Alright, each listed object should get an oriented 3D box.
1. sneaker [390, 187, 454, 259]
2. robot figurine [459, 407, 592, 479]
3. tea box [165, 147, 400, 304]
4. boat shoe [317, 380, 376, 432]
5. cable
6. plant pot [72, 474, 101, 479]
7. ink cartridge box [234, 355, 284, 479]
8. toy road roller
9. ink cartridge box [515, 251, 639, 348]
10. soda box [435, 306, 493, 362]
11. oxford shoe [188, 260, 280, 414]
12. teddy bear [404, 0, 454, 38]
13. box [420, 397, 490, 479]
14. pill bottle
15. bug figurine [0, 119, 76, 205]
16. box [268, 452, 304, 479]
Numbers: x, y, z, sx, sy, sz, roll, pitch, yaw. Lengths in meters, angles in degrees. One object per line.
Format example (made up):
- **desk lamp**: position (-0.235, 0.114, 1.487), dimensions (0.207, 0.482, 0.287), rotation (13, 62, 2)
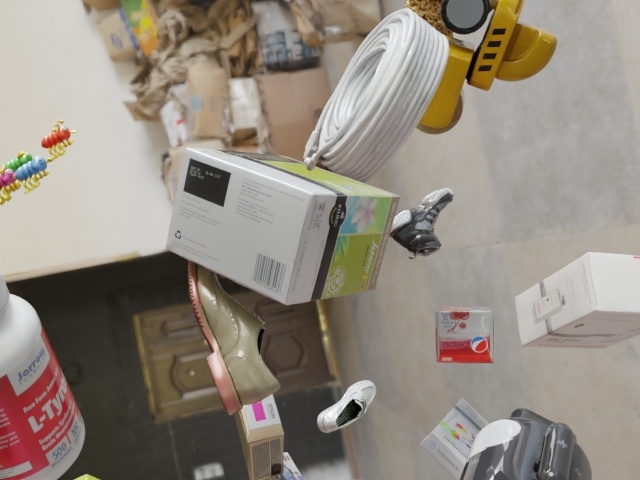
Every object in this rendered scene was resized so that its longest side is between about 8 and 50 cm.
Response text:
- **sneaker**: position (0.327, -0.044, 2.282), dimensions (0.153, 0.268, 0.101), rotation (55, 153, 8)
- **robot figurine**: position (0.270, 0.353, 1.011), dimensions (0.278, 0.173, 0.209), rotation (-50, -58, -53)
- **tea box**: position (-0.072, -0.038, 1.532), dimensions (0.329, 0.323, 0.220), rotation (22, 106, 33)
- **boat shoe**: position (0.092, 0.452, 2.042), dimensions (0.075, 0.226, 0.083), rotation (-12, 106, 47)
- **cable**: position (0.087, -0.209, 1.109), dimensions (0.257, 0.089, 0.257), rotation (-65, 17, -9)
- **plant pot**: position (-0.567, 0.703, 1.815), dimensions (0.228, 0.227, 0.207), rotation (47, -160, -44)
- **ink cartridge box**: position (-0.154, 0.417, 1.795), dimensions (0.193, 0.088, 0.235), rotation (94, 161, -47)
- **toy road roller**: position (0.336, -0.364, 1.561), dimensions (0.202, 0.240, 0.330), rotation (-57, -14, -67)
- **ink cartridge box**: position (0.544, 0.127, 1.490), dimensions (0.283, 0.207, 0.117), rotation (124, 147, -65)
- **soda box**: position (0.243, 0.155, 1.280), dimensions (0.263, 0.092, 0.084), rotation (20, -111, -78)
- **oxford shoe**: position (-0.177, 0.168, 1.517), dimensions (0.123, 0.130, 0.348), rotation (85, 165, -66)
- **teddy bear**: position (0.262, -0.489, 1.759), dimensions (0.113, 0.245, 0.338), rotation (14, 92, 51)
- **box**: position (0.266, 0.365, 1.326), dimensions (0.145, 0.186, 0.038), rotation (43, 114, 15)
- **pill bottle**: position (-0.586, 0.244, 1.347), dimensions (0.229, 0.228, 0.408), rotation (-116, 14, -54)
- **bug figurine**: position (-0.714, -0.190, 1.859), dimensions (0.072, 0.216, 0.279), rotation (55, -164, -25)
- **box**: position (-0.093, 0.567, 1.852), dimensions (0.136, 0.081, 0.028), rotation (51, 120, 40)
